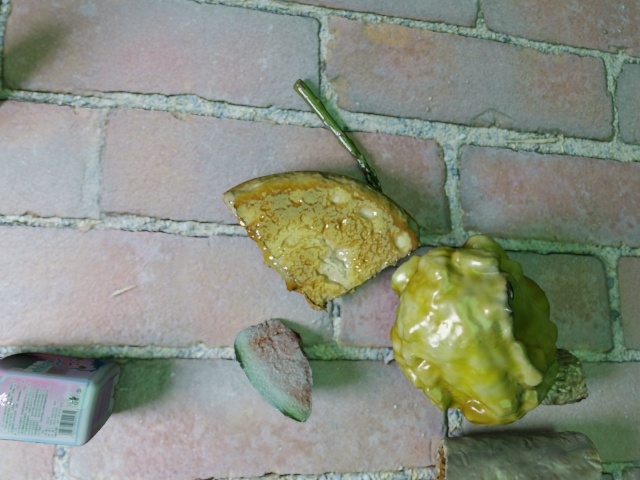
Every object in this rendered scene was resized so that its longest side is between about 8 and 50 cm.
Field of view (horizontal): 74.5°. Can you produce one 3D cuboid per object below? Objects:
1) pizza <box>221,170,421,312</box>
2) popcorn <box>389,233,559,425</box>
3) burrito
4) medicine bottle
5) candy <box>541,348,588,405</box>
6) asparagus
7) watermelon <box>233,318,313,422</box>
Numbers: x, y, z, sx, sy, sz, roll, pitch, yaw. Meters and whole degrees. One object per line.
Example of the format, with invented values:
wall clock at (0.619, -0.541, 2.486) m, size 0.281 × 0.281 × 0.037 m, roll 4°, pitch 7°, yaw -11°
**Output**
pizza at (0.000, 0.000, 0.687) m, size 0.336 × 0.086 × 0.225 m, roll 10°, pitch 87°, yaw -7°
popcorn at (0.233, 0.133, 0.648) m, size 0.252 × 0.215 × 0.286 m, roll -35°, pitch 105°, yaw -14°
burrito at (0.297, 0.378, 0.672) m, size 0.300 × 0.105 × 0.143 m, roll -2°, pitch 47°, yaw -12°
medicine bottle at (-0.391, 0.209, 0.576) m, size 0.188 × 0.119 × 0.094 m, roll 10°, pitch 86°, yaw -10°
candy at (0.398, 0.236, 0.727) m, size 0.110 × 0.095 × 0.085 m, roll -11°, pitch 90°, yaw -6°
asparagus at (0.035, -0.183, 0.744) m, size 0.025 × 0.024 × 0.248 m, roll -37°, pitch 92°, yaw 31°
watermelon at (-0.061, 0.204, 0.652) m, size 0.094 × 0.081 × 0.180 m, roll -33°, pitch 54°, yaw 7°
